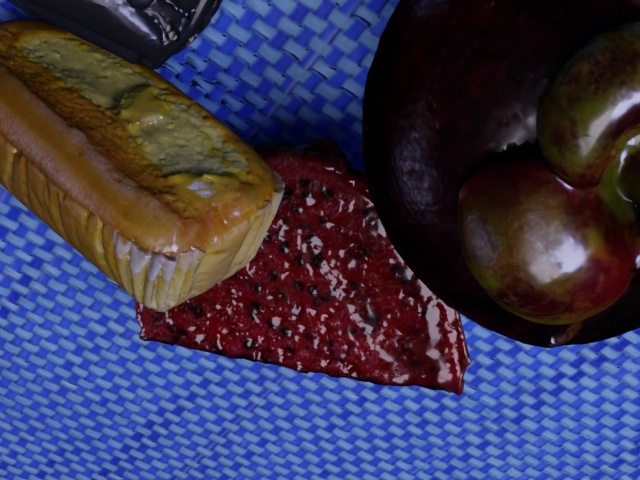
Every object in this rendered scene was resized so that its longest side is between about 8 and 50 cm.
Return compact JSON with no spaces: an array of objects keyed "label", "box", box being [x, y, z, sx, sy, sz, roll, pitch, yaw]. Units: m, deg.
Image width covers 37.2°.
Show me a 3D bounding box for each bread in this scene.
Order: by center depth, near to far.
[{"label":"bread","box":[-0.169,-0.065,0.752,0.288,0.152,0.119,38,137,24]}]

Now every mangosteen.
[{"label":"mangosteen","box":[0.184,-0.068,0.646,0.306,0.347,0.307,-3,106,-10]}]

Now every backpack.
[{"label":"backpack","box":[-0.134,-0.250,0.685,0.206,0.133,0.258,27,121,-19]}]

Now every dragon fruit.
[{"label":"dragon fruit","box":[0.000,0.000,0.870,0.317,0.152,0.205,9,113,17]}]
